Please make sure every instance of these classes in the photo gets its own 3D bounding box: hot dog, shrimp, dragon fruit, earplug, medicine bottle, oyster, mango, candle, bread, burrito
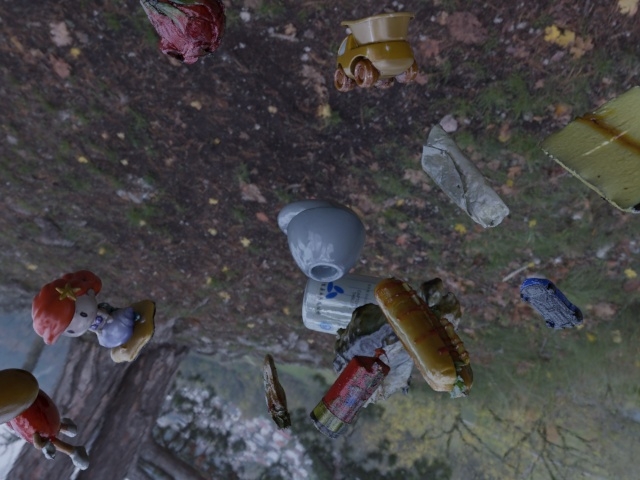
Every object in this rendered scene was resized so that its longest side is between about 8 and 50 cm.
[{"bbox_3d":[0.172,0.149,0.902,0.104,0.076,0.250,30,-163,-38],"label":"hot dog"},{"bbox_3d":[-0.110,0.360,1.329,0.217,0.051,0.115,-111,7,-53],"label":"shrimp"},{"bbox_3d":[-0.392,-0.620,1.575,0.233,0.293,0.234,6,101,33],"label":"dragon fruit"},{"bbox_3d":[0.002,-0.012,1.360,0.213,0.175,0.325,9,-169,-9],"label":"earplug"},{"bbox_3d":[0.110,0.175,1.477,0.292,0.170,0.170,8,145,13],"label":"medicine bottle"},{"bbox_3d":[0.147,0.202,1.108,0.337,0.133,0.198,-35,72,32],"label":"oyster"},{"bbox_3d":[-0.557,0.271,0.933,0.102,0.184,0.085,-41,80,21],"label":"mango"},{"bbox_3d":[0.043,0.193,0.731,0.052,0.131,0.052,37,-176,-3],"label":"candle"},{"bbox_3d":[0.839,-0.266,1.501,0.346,0.242,0.405,-48,68,20],"label":"bread"},{"bbox_3d":[0.258,-0.113,1.030,0.226,0.060,0.087,56,135,33],"label":"burrito"}]

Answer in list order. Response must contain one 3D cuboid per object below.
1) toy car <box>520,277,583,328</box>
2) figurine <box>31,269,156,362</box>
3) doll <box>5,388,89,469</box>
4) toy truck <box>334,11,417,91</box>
[{"bbox_3d":[0.657,0.174,1.602,0.216,0.063,0.103,43,140,-16],"label":"toy car"},{"bbox_3d":[-0.532,0.165,1.272,0.180,0.208,0.257,-26,140,25],"label":"figurine"},{"bbox_3d":[-0.567,0.370,1.137,0.183,0.085,0.217,37,160,47],"label":"doll"},{"bbox_3d":[0.169,-0.571,1.714,0.288,0.204,0.212,21,120,63],"label":"toy truck"}]
